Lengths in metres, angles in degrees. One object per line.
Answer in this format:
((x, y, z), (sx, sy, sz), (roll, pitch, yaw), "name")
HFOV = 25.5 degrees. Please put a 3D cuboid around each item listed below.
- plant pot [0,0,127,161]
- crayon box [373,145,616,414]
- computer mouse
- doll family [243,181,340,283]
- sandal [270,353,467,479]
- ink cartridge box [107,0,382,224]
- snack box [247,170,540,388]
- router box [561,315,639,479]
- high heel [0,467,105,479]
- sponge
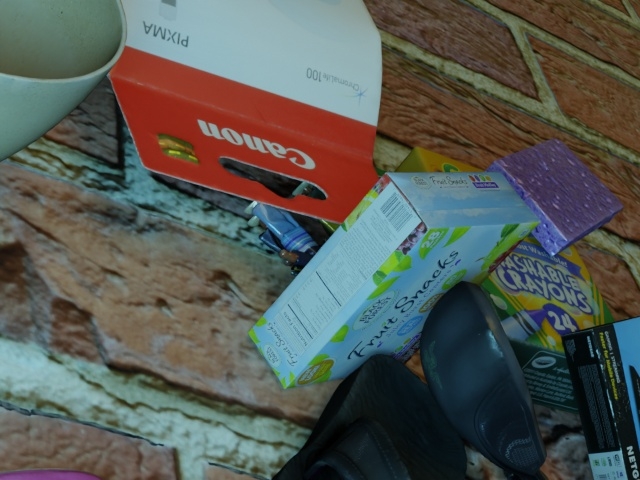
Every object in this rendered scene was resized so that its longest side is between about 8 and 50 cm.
((-0.315, -0.149, 1.059), (0.284, 0.191, 0.284), (29, 31, -19), "plant pot")
((0.185, 0.024, 1.494), (0.203, 0.083, 0.323), (17, 36, -35), "crayon box")
((0.140, 0.145, 1.207), (0.272, 0.072, 0.188), (65, 1, -46), "computer mouse")
((0.000, 0.000, 1.336), (0.111, 0.076, 0.193), (50, 36, 10), "doll family")
((0.051, 0.190, 1.033), (0.167, 0.107, 0.446), (46, 22, -10), "sandal")
((-0.065, -0.183, 1.354), (0.308, 0.091, 0.385), (15, 35, -34), "ink cartridge box")
((0.063, 0.032, 1.218), (0.174, 0.207, 0.070), (-3, 49, -51), "snack box")
((0.310, 0.165, 1.375), (0.133, 0.046, 0.179), (-9, 84, -40), "router box")
((-0.128, 0.219, 0.878), (0.244, 0.082, 0.117), (31, 18, -40), "high heel")
((0.260, -0.053, 1.570), (0.117, 0.031, 0.210), (48, 28, 11), "sponge")
